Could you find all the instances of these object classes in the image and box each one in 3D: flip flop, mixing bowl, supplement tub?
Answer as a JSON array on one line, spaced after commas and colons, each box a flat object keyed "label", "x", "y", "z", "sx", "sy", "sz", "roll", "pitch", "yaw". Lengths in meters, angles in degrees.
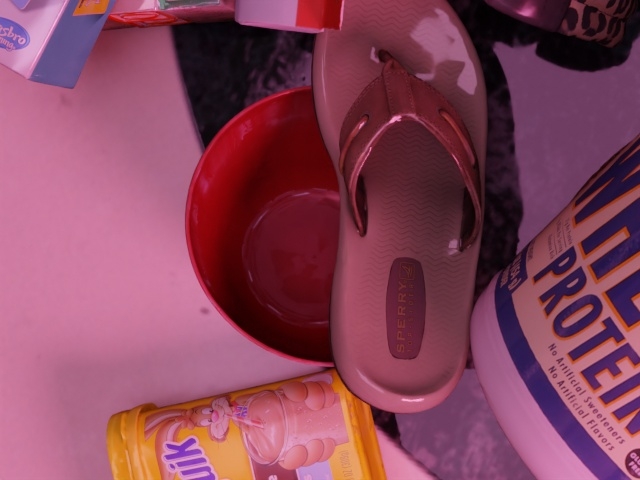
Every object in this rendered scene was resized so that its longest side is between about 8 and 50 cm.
[{"label": "flip flop", "x": 0.050, "y": -0.037, "z": 0.935, "sx": 0.112, "sy": 0.080, "sz": 0.277, "roll": 4, "pitch": 75, "yaw": -6}, {"label": "mixing bowl", "x": 0.000, "y": 0.000, "z": 1.012, "sx": 0.181, "sy": 0.098, "sz": 0.181, "roll": 2, "pitch": 75, "yaw": -7}, {"label": "supplement tub", "x": 0.267, "y": 0.015, "z": 0.861, "sx": 0.235, "sy": 0.235, "sz": 0.325, "roll": 46, "pitch": 116, "yaw": 8}]

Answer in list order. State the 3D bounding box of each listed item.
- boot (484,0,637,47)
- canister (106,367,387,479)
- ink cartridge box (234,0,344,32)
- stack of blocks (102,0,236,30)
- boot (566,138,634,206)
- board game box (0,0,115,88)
[{"label": "boot", "x": 0.122, "y": -0.276, "z": 0.879, "sx": 0.138, "sy": 0.377, "sz": 0.284, "roll": 34, "pitch": 106, "yaw": 38}, {"label": "canister", "x": -0.046, "y": 0.159, "z": 1.054, "sx": 0.170, "sy": 0.073, "sz": 0.126, "roll": -14, "pitch": 88, "yaw": 12}, {"label": "ink cartridge box", "x": -0.013, "y": -0.214, "z": 0.882, "sx": 0.066, "sy": 0.232, "sz": 0.189, "roll": 6, "pitch": 98, "yaw": -2}, {"label": "stack of blocks", "x": -0.103, "y": -0.297, "z": 1.050, "sx": 0.171, "sy": 0.087, "sz": 0.297, "roll": -2, "pitch": 91, "yaw": 13}, {"label": "boot", "x": 0.237, "y": -0.041, "z": 0.992, "sx": 0.158, "sy": 0.059, "sz": 0.084, "roll": -31, "pitch": 89, "yaw": 11}, {"label": "board game box", "x": -0.197, "y": -0.305, "z": 0.985, "sx": 0.254, "sy": 0.079, "sz": 0.336, "roll": 30, "pitch": 98, "yaw": 11}]
